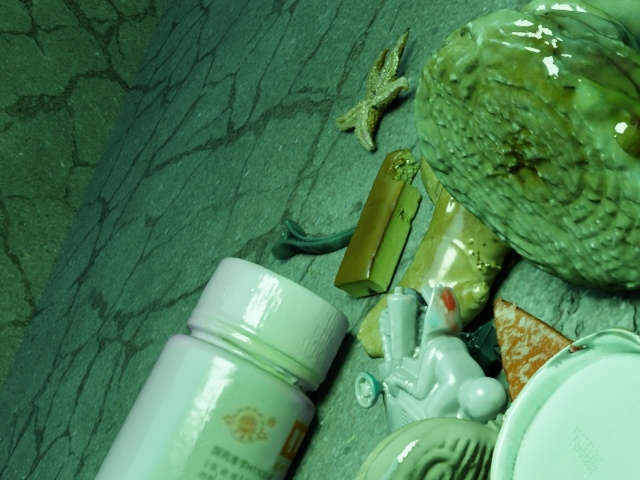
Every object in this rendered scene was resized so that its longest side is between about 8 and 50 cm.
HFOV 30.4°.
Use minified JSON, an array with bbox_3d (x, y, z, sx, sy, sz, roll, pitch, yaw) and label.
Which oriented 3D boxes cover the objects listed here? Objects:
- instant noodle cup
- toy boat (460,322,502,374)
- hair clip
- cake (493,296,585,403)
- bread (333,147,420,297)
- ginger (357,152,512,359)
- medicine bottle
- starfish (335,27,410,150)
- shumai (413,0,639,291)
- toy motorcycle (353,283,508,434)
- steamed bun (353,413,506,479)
[{"bbox_3d":[0.249,0.182,0.876,0.230,0.182,0.230,-46,25,28],"label":"instant noodle cup"},{"bbox_3d":[0.142,0.145,1.304,0.141,0.060,0.055,-47,1,36],"label":"toy boat"},{"bbox_3d":[0.000,0.000,1.808,0.229,0.039,0.070,1,62,58],"label":"hair clip"},{"bbox_3d":[0.213,0.144,1.119,0.116,0.086,0.220,-56,24,0],"label":"cake"},{"bbox_3d":[0.090,-0.028,1.634,0.088,0.049,0.226,-18,44,56],"label":"bread"},{"bbox_3d":[0.196,-0.033,1.355,0.363,0.122,0.348,-24,45,53],"label":"ginger"},{"bbox_3d":[-0.132,0.233,1.528,0.219,0.219,0.388,-2,59,63],"label":"medicine bottle"},{"bbox_3d":[0.089,-0.232,1.902,0.240,0.043,0.227,-24,38,58],"label":"starfish"},{"bbox_3d":[0.282,-0.131,1.155,0.263,0.309,0.304,-39,25,-24],"label":"shumai"},{"bbox_3d":[0.128,0.166,1.175,0.171,0.110,0.260,-25,70,56],"label":"toy motorcycle"},{"bbox_3d":[0.110,0.244,1.013,0.144,0.218,0.211,28,102,68],"label":"steamed bun"}]
